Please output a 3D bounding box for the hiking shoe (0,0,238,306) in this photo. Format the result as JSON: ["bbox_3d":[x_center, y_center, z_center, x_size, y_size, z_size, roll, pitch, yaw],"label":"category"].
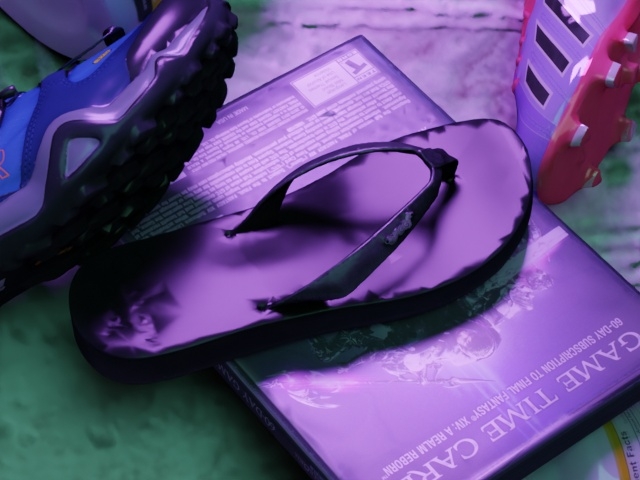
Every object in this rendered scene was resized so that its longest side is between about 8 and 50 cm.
[{"bbox_3d":[-0.170,-0.033,0.910,0.132,0.113,0.304,42,77,11],"label":"hiking shoe"}]

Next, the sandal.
[{"bbox_3d":[0.000,0.001,0.919,0.254,0.054,0.097,-23,55,-19],"label":"sandal"}]

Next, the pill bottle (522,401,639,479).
[{"bbox_3d":[0.163,0.129,0.957,0.184,0.103,0.103,-4,70,-15],"label":"pill bottle"}]

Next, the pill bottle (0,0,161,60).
[{"bbox_3d":[-0.090,-0.206,1.018,0.119,0.119,0.208,39,64,3],"label":"pill bottle"}]

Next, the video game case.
[{"bbox_3d":[0.027,0.017,0.958,0.196,0.026,0.274,-30,58,-23],"label":"video game case"}]

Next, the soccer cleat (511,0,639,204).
[{"bbox_3d":[0.150,-0.131,1.083,0.095,0.083,0.248,14,68,24],"label":"soccer cleat"}]
